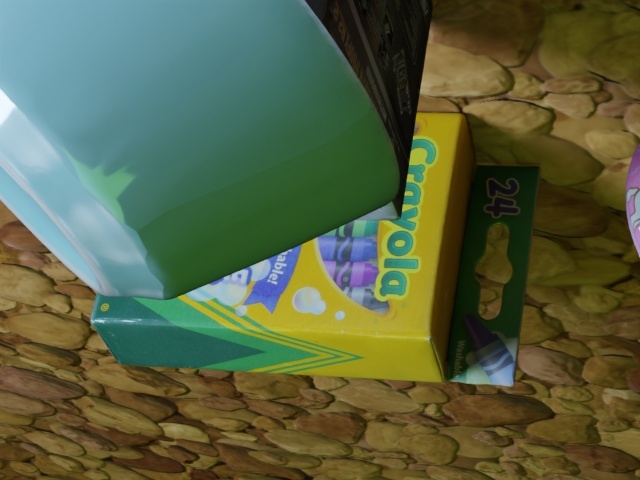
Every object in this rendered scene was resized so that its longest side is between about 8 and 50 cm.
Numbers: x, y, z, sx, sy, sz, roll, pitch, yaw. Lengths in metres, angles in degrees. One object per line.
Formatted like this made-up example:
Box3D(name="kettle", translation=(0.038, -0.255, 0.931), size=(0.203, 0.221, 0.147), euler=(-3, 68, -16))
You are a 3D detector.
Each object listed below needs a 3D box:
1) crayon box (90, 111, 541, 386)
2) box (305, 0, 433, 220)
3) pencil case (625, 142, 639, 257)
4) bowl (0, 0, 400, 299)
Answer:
Box3D(name="crayon box", translation=(0.000, 0.000, 1.433), size=(0.323, 0.203, 0.083), euler=(2, 151, 14))
Box3D(name="box", translation=(0.016, -0.147, 1.178), size=(0.056, 0.183, 0.231), euler=(2, 151, 17))
Box3D(name="pencil case", translation=(0.377, -0.071, 1.210), size=(0.167, 0.160, 0.386), euler=(30, 146, -17))
Box3D(name="bowl", translation=(-0.119, -0.085, 1.020), size=(0.311, 0.163, 0.311), euler=(44, 169, 11))
